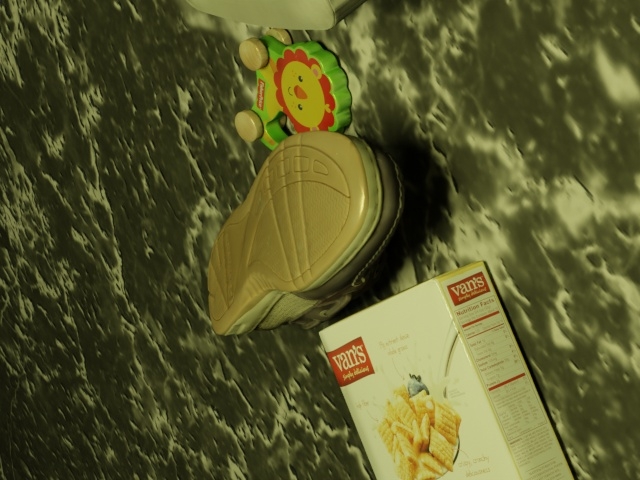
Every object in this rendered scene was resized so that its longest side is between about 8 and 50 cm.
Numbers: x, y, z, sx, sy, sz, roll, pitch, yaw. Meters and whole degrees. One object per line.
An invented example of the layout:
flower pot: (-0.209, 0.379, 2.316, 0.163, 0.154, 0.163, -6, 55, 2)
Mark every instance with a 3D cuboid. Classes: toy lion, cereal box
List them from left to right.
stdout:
toy lion: (-0.016, -0.098, 1.066, 0.096, 0.034, 0.100, 38, 138, 32)
cereal box: (0.094, 0.147, 1.010, 0.173, 0.047, 0.240, -32, 80, 60)

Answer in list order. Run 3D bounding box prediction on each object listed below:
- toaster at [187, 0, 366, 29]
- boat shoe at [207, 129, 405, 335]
toaster: (-0.029, -0.216, 0.889, 0.168, 0.110, 0.185, 19, 146, 50)
boat shoe: (0.000, 0.000, 1.035, 0.285, 0.092, 0.102, 136, 130, -61)
